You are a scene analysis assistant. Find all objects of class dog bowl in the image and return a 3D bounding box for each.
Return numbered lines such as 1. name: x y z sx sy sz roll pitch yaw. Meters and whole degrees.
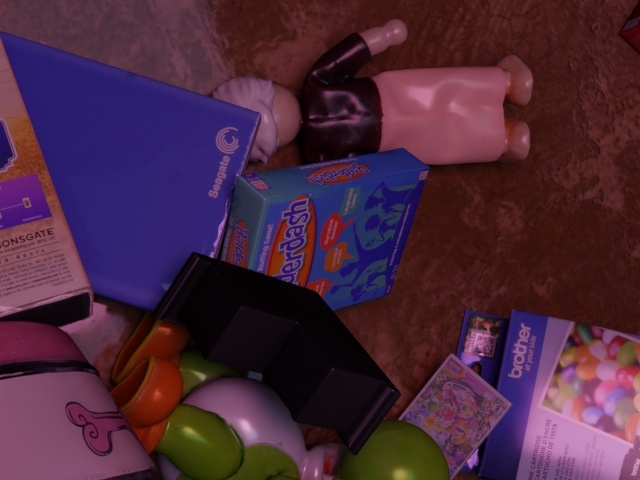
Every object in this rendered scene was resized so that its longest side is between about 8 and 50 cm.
1. dog bowl: -0.337 0.191 0.806 0.408 0.408 0.150 -16 77 -20

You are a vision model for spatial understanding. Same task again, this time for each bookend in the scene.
1. bookend: -0.038 0.098 0.908 0.156 0.157 0.072 20 110 -44

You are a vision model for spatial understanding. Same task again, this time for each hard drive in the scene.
1. hard drive: -0.238 -0.067 0.979 0.318 0.040 0.210 17 79 -2

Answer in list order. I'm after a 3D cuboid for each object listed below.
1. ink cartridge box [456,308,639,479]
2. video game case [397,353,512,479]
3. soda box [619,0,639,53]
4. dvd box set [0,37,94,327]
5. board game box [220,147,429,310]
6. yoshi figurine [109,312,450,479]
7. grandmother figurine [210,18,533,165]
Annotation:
1. ink cartridge box: 0.288 0.186 1.112 0.311 0.065 0.186 11 79 13
2. video game case: 0.134 0.193 1.113 0.087 0.011 0.122 40 94 30
3. soda box: 0.458 -0.260 1.166 0.092 0.263 0.083 39 77 -13
4. dvd box set: -0.399 -0.083 0.865 0.307 0.062 0.420 -18 67 -19
5. board game box: 0.000 0.000 1.027 0.210 0.047 0.160 -13 131 -38
6. yoshi figurine: -0.019 0.191 1.015 0.362 0.203 0.203 35 70 -18
7. grandmother figurine: 0.051 -0.125 1.106 0.342 0.104 0.208 -1 90 -17
